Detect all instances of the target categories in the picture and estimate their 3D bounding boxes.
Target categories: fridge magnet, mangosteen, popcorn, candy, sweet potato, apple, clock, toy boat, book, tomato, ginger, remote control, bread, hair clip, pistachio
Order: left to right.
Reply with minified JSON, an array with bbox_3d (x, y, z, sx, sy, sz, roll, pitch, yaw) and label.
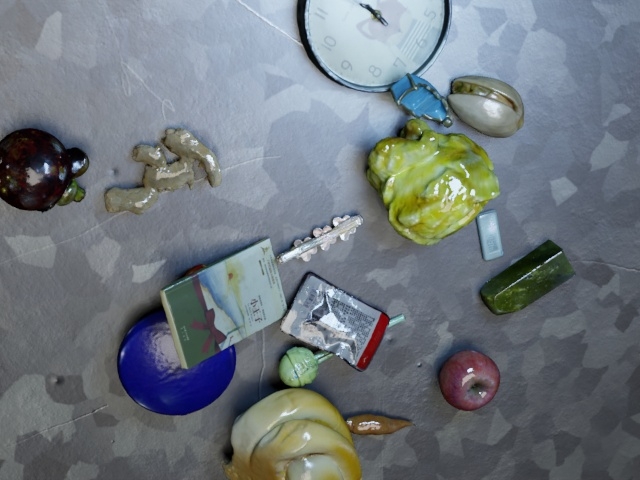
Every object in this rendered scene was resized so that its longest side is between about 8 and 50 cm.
[{"bbox_3d":[-0.556,-0.142,1.577,0.184,0.172,0.173,-16,115,-34],"label":"mangosteen"},{"bbox_3d":[-0.344,-0.145,1.668,0.258,0.065,0.149,-20,100,2],"label":"ginger"},{"bbox_3d":[-0.323,0.272,1.795,0.265,0.113,0.266,-5,112,-12],"label":"fridge magnet"},{"bbox_3d":[-0.266,0.099,1.761,0.087,0.087,0.075,14,149,-16],"label":"tomato"},{"bbox_3d":[-0.206,0.136,1.744,0.289,0.026,0.201,-28,116,-34],"label":"book"},{"bbox_3d":[-0.065,0.566,1.888,0.328,0.245,0.424,-9,117,-7],"label":"bread"},{"bbox_3d":[-0.001,0.000,1.798,0.213,0.056,0.062,-28,97,-10],"label":"hair clip"},{"bbox_3d":[0.055,0.253,1.898,0.335,0.092,0.093,-23,76,-11],"label":"candy"},{"bbox_3d":[0.115,-0.464,1.638,0.325,0.067,0.325,-4,112,-10],"label":"clock"},{"bbox_3d":[0.152,0.465,2.002,0.194,0.056,0.056,7,109,-18],"label":"sweet potato"},{"bbox_3d":[0.221,-0.289,1.686,0.075,0.077,0.185,-35,154,24],"label":"toy boat"},{"bbox_3d":[0.238,-0.135,1.713,0.276,0.276,0.225,21,141,-18],"label":"popcorn"},{"bbox_3d":[0.366,0.343,1.964,0.153,0.120,0.153,-6,112,-16],"label":"apple"},{"bbox_3d":[0.364,-0.292,1.734,0.184,0.124,0.124,27,103,-3],"label":"pistachio"},{"bbox_3d":[0.404,-0.011,1.893,0.053,0.018,0.124,-17,112,-4],"label":"remote control"}]

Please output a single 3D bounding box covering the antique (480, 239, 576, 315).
[{"bbox_3d":[0.494,0.099,1.921,0.221,0.081,0.080,-34,111,3],"label":"antique"}]

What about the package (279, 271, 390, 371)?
[{"bbox_3d":[0.037,0.192,1.853,0.239,0.030,0.154,29,81,-11],"label":"package"}]
